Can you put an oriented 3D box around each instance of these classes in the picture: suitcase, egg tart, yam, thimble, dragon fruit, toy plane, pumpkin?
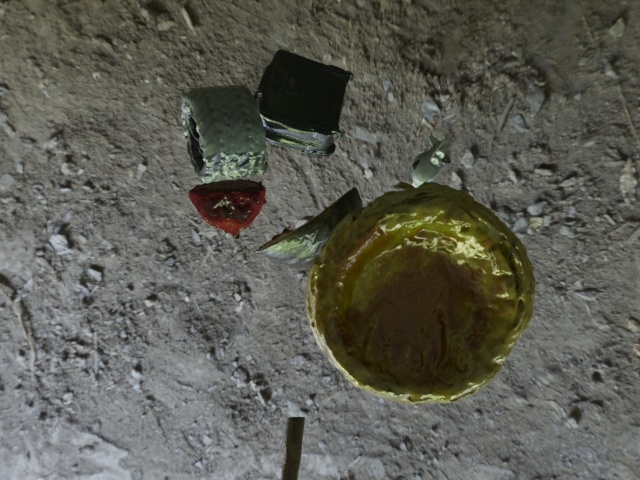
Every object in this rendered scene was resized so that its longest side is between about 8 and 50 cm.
[{"bbox_3d":[-0.072,-0.503,1.511,0.339,0.188,0.345,17,65,-11],"label":"suitcase"},{"bbox_3d":[0.167,0.091,0.723,0.387,0.169,0.388,0,91,0],"label":"egg tart"},{"bbox_3d":[-0.095,0.734,1.343,0.066,0.066,0.300,0,58,8],"label":"yam"},{"bbox_3d":[-0.234,-0.251,0.985,0.157,0.217,0.246,-15,54,-23],"label":"thimble"},{"bbox_3d":[-0.318,-0.111,1.464,0.261,0.134,0.212,1,108,-3],"label":"dragon fruit"},{"bbox_3d":[0.395,-0.285,1.477,0.117,0.244,0.245,38,98,4],"label":"toy plane"},{"bbox_3d":[0.000,0.000,1.036,0.312,0.169,0.148,-35,101,2],"label":"pumpkin"}]
